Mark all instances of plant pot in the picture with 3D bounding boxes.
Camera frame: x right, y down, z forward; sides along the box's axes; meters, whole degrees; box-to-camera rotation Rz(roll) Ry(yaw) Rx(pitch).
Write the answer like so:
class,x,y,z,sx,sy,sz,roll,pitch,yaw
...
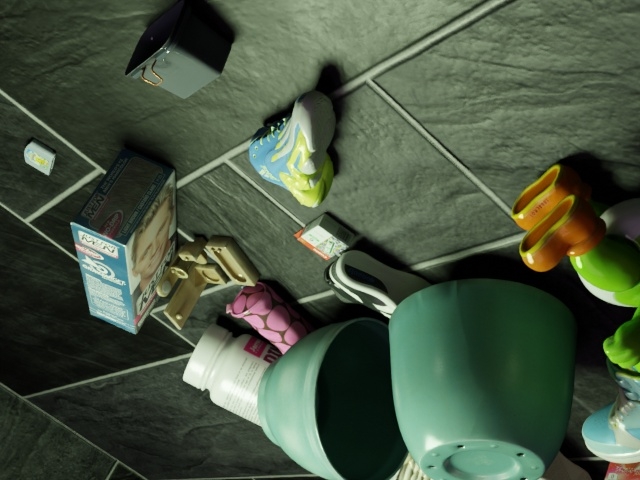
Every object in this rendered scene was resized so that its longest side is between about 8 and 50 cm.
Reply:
class,x,y,z,sx,sy,sz,roll,pitch,yaw
plant pot,0.012,0.288,1.760,0.196,0.293,0.293,-7,136,40
plant pot,0.241,0.235,1.477,0.293,0.235,0.293,5,144,4

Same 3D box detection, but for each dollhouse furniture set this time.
class,x,y,z,sx,sy,sz,roll,pitch,yaw
dollhouse furniture set,-0.215,0.081,1.807,0.151,0.123,0.144,4,143,35

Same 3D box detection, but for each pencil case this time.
class,x,y,z,sx,sy,sz,roll,pitch,yaw
pencil case,-0.080,0.168,1.869,0.098,0.095,0.209,-31,121,22

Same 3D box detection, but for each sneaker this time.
class,x,y,z,sx,sy,sz,roll,pitch,yaw
sneaker,-0.050,-0.133,1.368,0.126,0.091,0.240,21,151,12
sneaker,0.107,0.089,1.619,0.217,0.079,0.121,33,161,-10
sneaker,0.469,0.220,1.465,0.208,0.127,0.319,35,140,-16
sneaker,0.388,0.421,1.877,0.256,0.094,0.151,44,150,-24

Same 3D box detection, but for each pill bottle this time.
class,x,y,z,sx,sy,sz,roll,pitch,yaw
pill bottle,-0.129,0.292,2.032,0.283,0.160,0.160,26,151,3

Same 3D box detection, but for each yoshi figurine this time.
class,x,y,z,sx,sy,sz,roll,pitch,yaw
yoshi figurine,0.394,0.074,1.247,0.362,0.203,0.203,33,166,-13

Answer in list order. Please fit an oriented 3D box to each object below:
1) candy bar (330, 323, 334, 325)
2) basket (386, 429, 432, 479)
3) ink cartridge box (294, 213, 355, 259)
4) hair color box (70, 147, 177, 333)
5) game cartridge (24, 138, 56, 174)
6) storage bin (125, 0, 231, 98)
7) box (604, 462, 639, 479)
class,x,y,z,sx,sy,sz,roll,pitch,yaw
candy bar,0.056,0.212,1.897,0.040,0.018,0.161,14,148,30
basket,0.205,0.556,1.939,0.267,0.331,0.328,18,173,6
ink cartridge box,0.000,0.000,1.597,0.063,0.029,0.115,35,149,-14
hair color box,-0.339,0.011,1.749,0.105,0.173,0.347,23,151,7
game cartridge,-0.515,-0.153,1.797,0.056,0.017,0.083,34,150,-4
storage bin,-0.188,-0.243,1.316,0.091,0.098,0.135,30,152,-26
box,0.616,0.394,1.608,0.257,0.128,0.122,2,142,38
